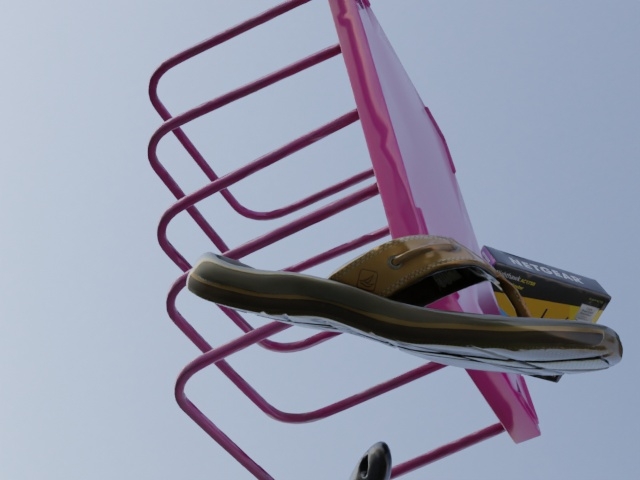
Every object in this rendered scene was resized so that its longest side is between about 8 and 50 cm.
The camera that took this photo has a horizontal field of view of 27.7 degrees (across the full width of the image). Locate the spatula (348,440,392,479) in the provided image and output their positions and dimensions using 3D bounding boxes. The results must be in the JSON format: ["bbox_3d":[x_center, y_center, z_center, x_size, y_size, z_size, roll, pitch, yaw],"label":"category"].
[{"bbox_3d":[-0.001,0.203,0.890,0.296,0.030,0.084,121,-24,-53],"label":"spatula"}]

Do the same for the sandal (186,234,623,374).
[{"bbox_3d":[0.032,0.019,0.522,0.180,0.072,0.049,11,-98,20],"label":"sandal"}]

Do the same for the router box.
[{"bbox_3d":[0.239,0.090,1.548,0.133,0.178,0.046,-63,-150,21],"label":"router box"}]

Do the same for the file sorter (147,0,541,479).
[{"bbox_3d":[0.000,0.000,0.882,0.202,0.182,0.291,54,17,-44],"label":"file sorter"}]
